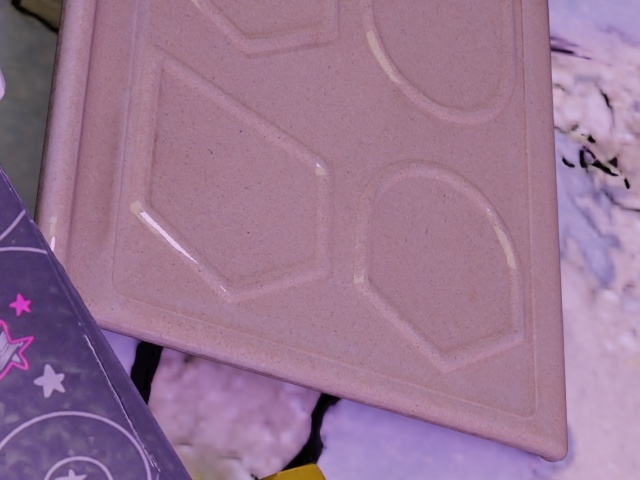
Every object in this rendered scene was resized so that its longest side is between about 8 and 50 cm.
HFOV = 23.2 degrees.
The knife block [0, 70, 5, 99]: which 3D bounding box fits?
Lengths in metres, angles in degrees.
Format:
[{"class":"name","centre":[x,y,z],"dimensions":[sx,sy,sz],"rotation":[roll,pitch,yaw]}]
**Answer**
[{"class":"knife block","centre":[-0.202,-0.113,0.454],"dimensions":[0.242,0.088,0.276],"rotation":[0,44,1]}]

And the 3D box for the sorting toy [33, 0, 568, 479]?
[{"class":"sorting toy","centre":[0.000,0.000,0.534],"dimensions":[0.229,0.041,0.307],"rotation":[22,57,-33]}]

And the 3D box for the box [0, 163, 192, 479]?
[{"class":"box","centre":[-0.160,0.111,0.397],"dimensions":[0.247,0.142,0.163],"rotation":[-26,74,-28]}]
